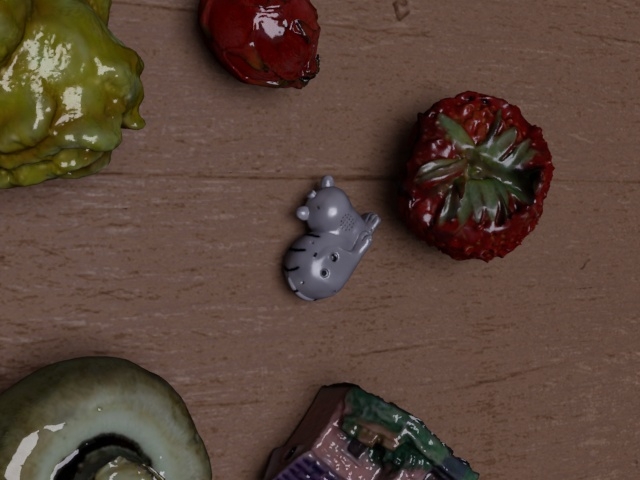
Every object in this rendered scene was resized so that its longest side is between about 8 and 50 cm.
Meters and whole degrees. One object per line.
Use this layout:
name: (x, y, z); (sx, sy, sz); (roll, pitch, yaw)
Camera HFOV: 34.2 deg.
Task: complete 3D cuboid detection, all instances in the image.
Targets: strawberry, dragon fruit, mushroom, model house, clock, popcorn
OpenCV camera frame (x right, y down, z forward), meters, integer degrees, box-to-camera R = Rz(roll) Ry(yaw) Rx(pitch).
strawberry: (0.241, -0.086, 1.617); (0.261, 0.257, 0.261); (0, 76, 0)
dragon fruit: (-0.085, -0.308, 1.464); (0.172, 0.172, 0.209); (-23, 85, -25)
mushroom: (-0.291, 0.319, 1.292); (0.352, 0.260, 0.352); (4, 82, -32)
model house: (0.056, 0.367, 1.505); (0.237, 0.202, 0.237); (43, 71, -20)
clock: (0.000, 0.000, 1.551); (0.117, 0.080, 0.176); (40, 72, -21)
popcorn: (-0.370, -0.200, 1.238); (0.321, 0.326, 0.290); (-26, 84, -17)
